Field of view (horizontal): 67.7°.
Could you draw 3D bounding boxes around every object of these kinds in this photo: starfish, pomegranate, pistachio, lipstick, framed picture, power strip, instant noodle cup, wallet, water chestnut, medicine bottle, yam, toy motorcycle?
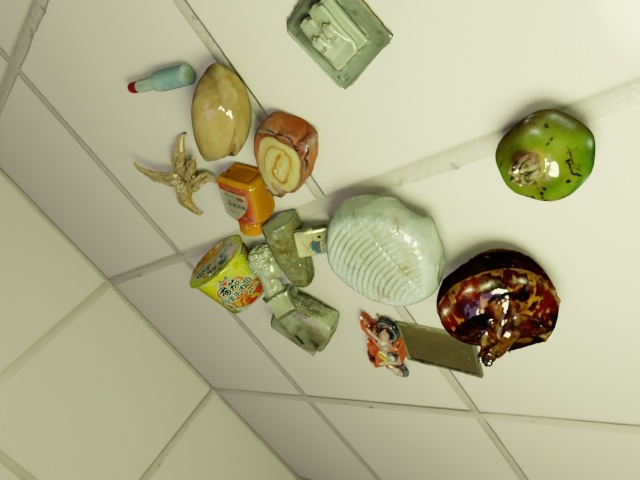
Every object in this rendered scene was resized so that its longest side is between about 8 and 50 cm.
[{"bbox_3d":[-0.478,-0.245,1.662,0.301,0.084,0.293,44,139,-12],"label":"starfish"},{"bbox_3d":[0.415,-0.152,0.909,0.180,0.209,0.180,30,136,34],"label":"pomegranate"},{"bbox_3d":[-0.279,-0.347,1.327,0.182,0.162,0.293,52,150,28],"label":"pistachio"},{"bbox_3d":[-0.487,-0.478,1.435,0.274,0.068,0.061,3,134,36],"label":"lipstick"},{"bbox_3d":[0.400,0.368,1.620,0.281,0.019,0.209,6,132,35],"label":"framed picture"},{"bbox_3d":[0.026,-0.450,1.042,0.213,0.064,0.198,43,145,-7],"label":"power strip"},{"bbox_3d":[-0.335,0.139,1.817,0.264,0.264,0.200,-12,129,46],"label":"instant noodle cup"},{"bbox_3d":[0.000,0.000,1.487,0.155,0.039,0.110,-11,130,1],"label":"wallet"},{"bbox_3d":[0.430,0.175,1.168,0.299,0.300,0.300,23,140,20],"label":"water chestnut"},{"bbox_3d":[-0.234,-0.126,1.554,0.149,0.112,0.222,19,139,26],"label":"medicine bottle"},{"bbox_3d":[-0.094,0.037,1.605,0.133,0.133,0.330,12,142,31],"label":"yam"},{"bbox_3d":[0.230,0.383,1.712,0.171,0.089,0.298,19,138,41],"label":"toy motorcycle"}]

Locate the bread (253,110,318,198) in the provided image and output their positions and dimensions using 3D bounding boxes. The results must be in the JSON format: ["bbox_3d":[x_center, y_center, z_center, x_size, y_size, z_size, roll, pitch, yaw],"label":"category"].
[{"bbox_3d":[-0.099,-0.234,1.322,0.190,0.123,0.244,32,142,11],"label":"bread"}]

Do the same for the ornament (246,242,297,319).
[{"bbox_3d":[-0.176,0.147,1.712,0.120,0.130,0.285,41,-147,-88],"label":"ornament"}]

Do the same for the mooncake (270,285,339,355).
[{"bbox_3d":[-0.059,0.303,1.836,0.254,0.136,0.250,33,140,5],"label":"mooncake"}]

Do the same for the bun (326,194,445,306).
[{"bbox_3d":[0.184,0.021,1.293,0.354,0.194,0.355,24,139,23],"label":"bun"}]
